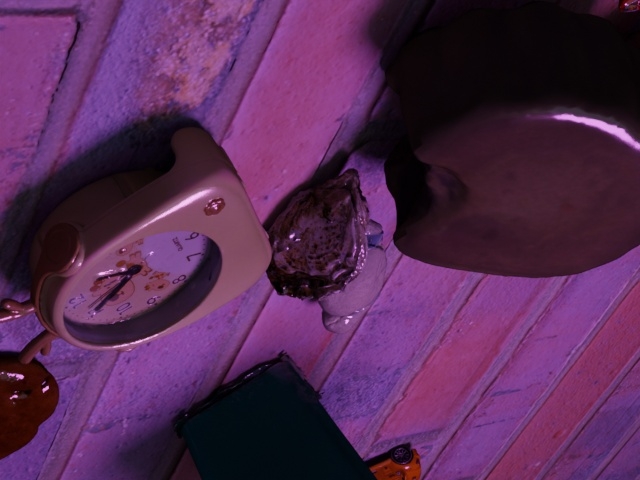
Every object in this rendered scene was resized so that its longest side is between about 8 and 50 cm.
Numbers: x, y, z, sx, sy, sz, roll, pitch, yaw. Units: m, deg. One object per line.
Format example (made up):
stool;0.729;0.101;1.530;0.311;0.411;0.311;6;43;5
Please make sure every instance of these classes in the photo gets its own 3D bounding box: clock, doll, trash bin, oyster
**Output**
clock;-0.213;0.024;1.651;0.308;0.096;0.235;-29;150;-5
doll;0.036;0.040;1.918;0.103;0.071;0.214;-19;137;-15
trash bin;0.002;0.359;2.039;0.295;0.381;0.259;-32;150;-3
oyster;0.000;0.000;1.812;0.177;0.125;0.064;-32;-163;26

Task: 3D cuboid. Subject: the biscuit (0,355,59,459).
biscuit;-0.407;0.208;1.791;0.212;0.036;0.212;-22;147;-16

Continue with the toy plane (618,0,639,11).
toy plane;0.425;-0.322;1.771;0.194;0.077;0.126;-44;152;3

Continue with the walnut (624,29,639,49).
walnut;0.413;-0.164;1.893;0.178;0.178;0.230;-30;159;-4

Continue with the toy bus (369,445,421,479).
toy bus;0.083;0.411;2.468;0.194;0.088;0.083;-21;146;-19

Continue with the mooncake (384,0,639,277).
mooncake;0.229;-0.110;1.719;0.351;0.187;0.351;0;141;0
